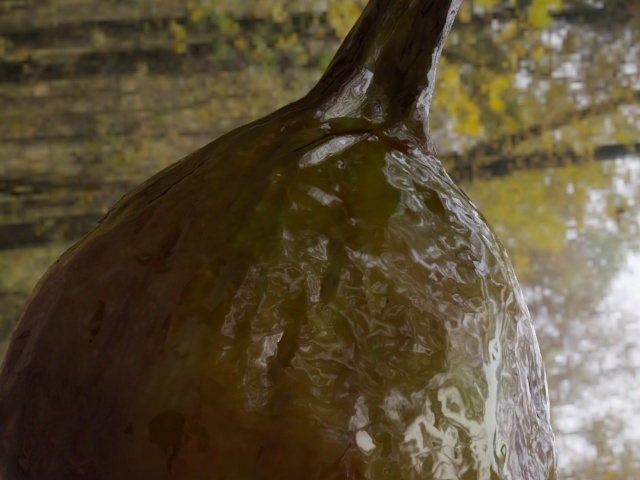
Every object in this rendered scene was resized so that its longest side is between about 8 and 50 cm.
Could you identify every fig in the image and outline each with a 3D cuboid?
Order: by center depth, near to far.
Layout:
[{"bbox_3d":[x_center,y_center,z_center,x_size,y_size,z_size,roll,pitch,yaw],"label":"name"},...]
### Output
[{"bbox_3d":[0.017,0.021,0.503,0.290,0.191,0.190,-58,173,-29],"label":"fig"}]
